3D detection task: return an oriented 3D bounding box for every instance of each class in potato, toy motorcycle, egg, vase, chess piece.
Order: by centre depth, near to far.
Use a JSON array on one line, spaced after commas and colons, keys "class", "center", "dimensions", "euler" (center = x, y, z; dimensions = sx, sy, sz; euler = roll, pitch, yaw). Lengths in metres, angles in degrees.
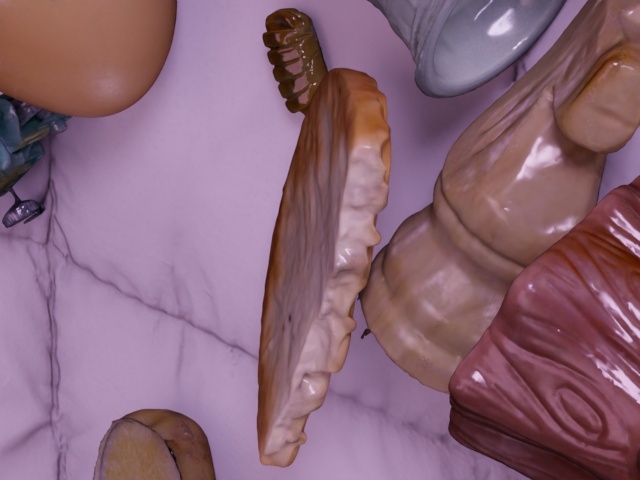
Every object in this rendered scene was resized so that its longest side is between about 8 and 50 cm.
[{"class": "chess piece", "center": [0.139, -0.041, 0.975], "dimensions": [0.137, 0.137, 0.301], "euler": [44, 128, 22]}, {"class": "vase", "center": [0.022, -0.240, 0.996], "dimensions": [0.299, 0.143, 0.143], "euler": [46, 132, 25]}, {"class": "egg", "center": [-0.213, -0.212, 1.179], "dimensions": [0.201, 0.201, 0.244], "euler": [-19, 106, 45]}, {"class": "toy motorcycle", "center": [-0.336, -0.053, 1.356], "dimensions": [0.296, 0.198, 0.109], "euler": [-36, 86, 46]}, {"class": "potato", "center": [-0.132, 0.247, 1.366], "dimensions": [0.164, 0.081, 0.200], "euler": [14, 113, 48]}]

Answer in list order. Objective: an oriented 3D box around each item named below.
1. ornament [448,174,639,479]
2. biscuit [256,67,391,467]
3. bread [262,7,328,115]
[{"class": "ornament", "center": [0.227, 0.097, 0.901], "dimensions": [0.217, 0.221, 0.235], "euler": [38, 169, 21]}, {"class": "biscuit", "center": [0.000, 0.000, 1.093], "dimensions": [0.204, 0.040, 0.309], "euler": [-96, 18, -50]}, {"class": "bread", "center": [-0.020, -0.135, 1.143], "dimensions": [0.049, 0.033, 0.088], "euler": [-6, 102, 50]}]
